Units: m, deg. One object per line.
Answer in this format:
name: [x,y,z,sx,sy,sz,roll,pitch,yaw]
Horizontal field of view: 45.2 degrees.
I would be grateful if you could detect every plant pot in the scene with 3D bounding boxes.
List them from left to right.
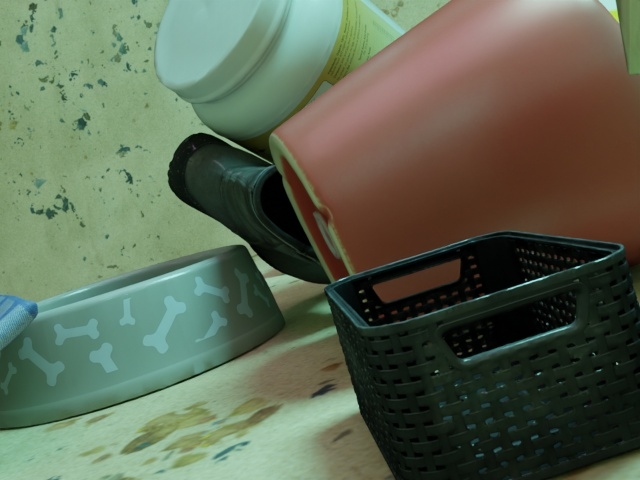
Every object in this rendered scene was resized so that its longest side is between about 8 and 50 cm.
plant pot: [0.107,-0.053,0.635,0.243,0.275,0.275,-26,6,-6]

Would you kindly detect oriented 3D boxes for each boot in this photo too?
boot: [0.000,0.000,0.873,0.338,0.118,0.222,24,0,-41]

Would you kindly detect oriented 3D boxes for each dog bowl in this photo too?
dog bowl: [-0.217,0.094,0.874,0.348,0.102,0.349,-16,4,1]

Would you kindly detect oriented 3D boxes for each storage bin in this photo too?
storage bin: [0.077,0.054,0.401,0.122,0.085,0.180,-17,4,-4]

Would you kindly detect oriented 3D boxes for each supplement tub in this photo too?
supplement tub: [-0.015,-0.197,0.920,0.228,0.229,0.316,-12,-28,42]

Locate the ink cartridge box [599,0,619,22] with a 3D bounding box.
ink cartridge box: [0.331,-0.143,0.704,0.168,0.171,0.233,-17,40,10]

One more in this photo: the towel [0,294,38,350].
towel: [-0.360,0.140,0.620,0.285,0.034,0.209,-43,17,-23]

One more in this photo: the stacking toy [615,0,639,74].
stacking toy: [0.205,-0.068,0.299,0.130,0.309,0.279,-7,-3,16]
